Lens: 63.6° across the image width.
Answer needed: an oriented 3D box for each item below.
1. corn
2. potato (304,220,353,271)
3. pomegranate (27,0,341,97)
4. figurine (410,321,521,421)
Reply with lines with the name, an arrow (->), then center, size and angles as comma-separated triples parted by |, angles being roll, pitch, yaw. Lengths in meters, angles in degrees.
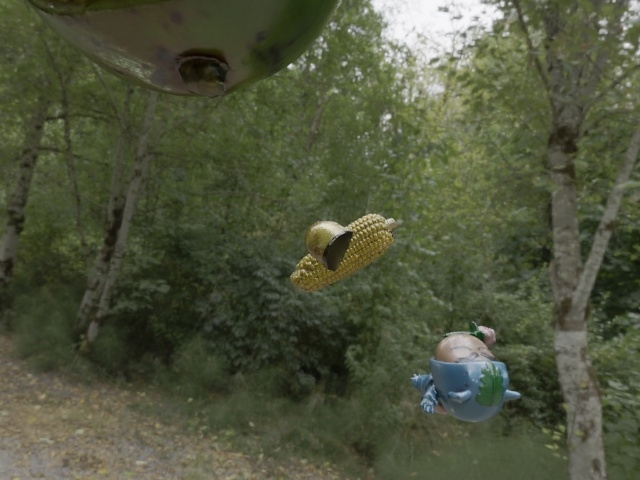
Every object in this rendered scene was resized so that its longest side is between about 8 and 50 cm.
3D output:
corn -> 0.069, 0.036, 1.483 | 0.347, 0.130, 0.130 | -32, 0, -2
potato -> 0.000, 0.000, 1.066 | 0.103, 0.096, 0.066 | 22, -5, 36
pomegranate -> -0.098, -0.268, 0.415 | 0.260, 0.341, 0.260 | 4, -24, 2
figurine -> 0.193, 0.186, 0.739 | 0.114, 0.144, 0.178 | 15, -25, -10
